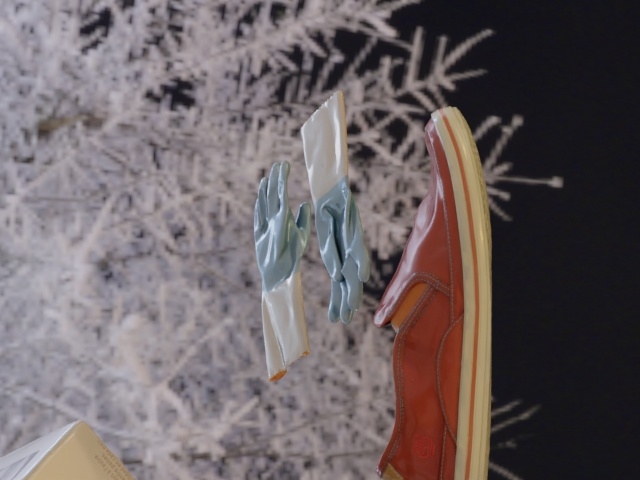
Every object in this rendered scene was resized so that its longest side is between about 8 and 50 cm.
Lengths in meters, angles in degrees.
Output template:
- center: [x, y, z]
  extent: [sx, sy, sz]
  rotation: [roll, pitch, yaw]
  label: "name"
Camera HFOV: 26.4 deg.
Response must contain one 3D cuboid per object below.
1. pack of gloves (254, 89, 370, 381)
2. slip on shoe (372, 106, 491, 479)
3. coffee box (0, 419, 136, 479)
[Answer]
- center: [0.000, 0.000, 1.354]
  extent: [0.195, 0.046, 0.232]
  rotation: [-40, -131, 48]
  label: "pack of gloves"
- center: [0.093, 0.051, 1.135]
  extent: [0.101, 0.123, 0.331]
  rotation: [2, -94, 9]
  label: "slip on shoe"
- center: [-0.278, 0.415, 1.151]
  extent: [0.338, 0.334, 0.337]
  rotation: [-27, -74, 45]
  label: "coffee box"
